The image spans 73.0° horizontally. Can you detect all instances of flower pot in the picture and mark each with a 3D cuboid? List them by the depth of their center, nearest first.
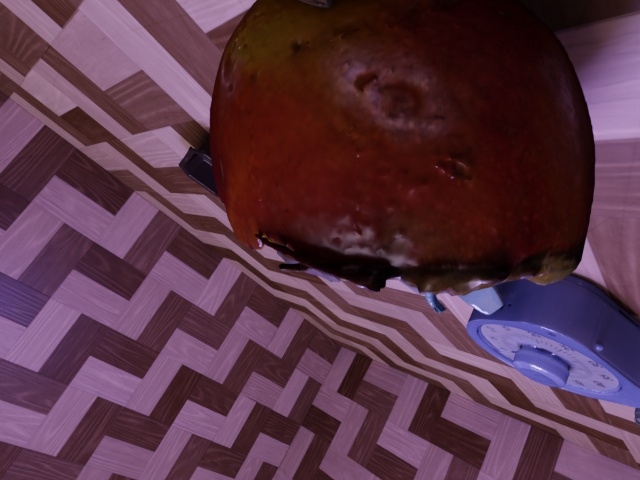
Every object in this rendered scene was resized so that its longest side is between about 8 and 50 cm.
[{"bbox_3d":[-0.287,-0.208,1.216,0.179,0.084,0.251,37,160,-19],"label":"flower pot"}]

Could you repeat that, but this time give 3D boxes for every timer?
[{"bbox_3d":[0.518,0.236,0.996,0.395,0.173,0.395,26,162,9],"label":"timer"}]

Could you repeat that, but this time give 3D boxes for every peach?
[{"bbox_3d":[0.077,-0.098,0.472,0.416,0.339,0.353,49,124,17],"label":"peach"}]

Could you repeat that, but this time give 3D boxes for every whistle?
[{"bbox_3d":[0.277,0.047,0.923,0.274,0.186,0.093,46,-157,5],"label":"whistle"}]

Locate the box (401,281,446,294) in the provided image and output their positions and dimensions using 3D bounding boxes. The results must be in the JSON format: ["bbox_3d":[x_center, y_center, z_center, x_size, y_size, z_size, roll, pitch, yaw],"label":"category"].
[{"bbox_3d":[0.276,0.071,1.105,0.155,0.067,0.243,36,161,-13],"label":"box"}]

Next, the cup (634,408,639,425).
[{"bbox_3d":[0.776,0.364,0.981,0.120,0.141,0.120,30,163,10],"label":"cup"}]

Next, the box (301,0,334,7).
[{"bbox_3d":[-0.055,-0.358,0.272,0.225,0.190,0.297,26,161,17],"label":"box"}]

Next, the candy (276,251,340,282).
[{"bbox_3d":[0.000,0.000,1.185,0.195,0.184,0.137,13,161,33],"label":"candy"}]
